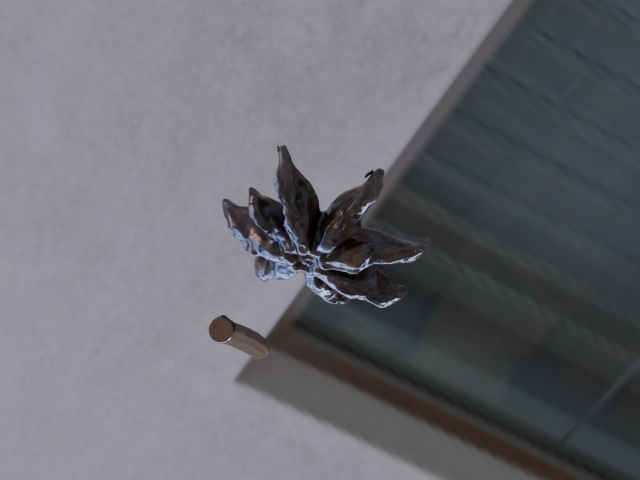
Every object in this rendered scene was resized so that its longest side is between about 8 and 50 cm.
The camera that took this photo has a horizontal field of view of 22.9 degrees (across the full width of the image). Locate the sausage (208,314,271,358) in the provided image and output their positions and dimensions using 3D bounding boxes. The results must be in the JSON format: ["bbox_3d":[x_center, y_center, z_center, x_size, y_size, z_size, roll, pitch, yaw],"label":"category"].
[{"bbox_3d":[-0.073,0.092,1.469,0.026,0.026,0.116,52,-175,21],"label":"sausage"}]

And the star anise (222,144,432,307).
[{"bbox_3d":[0.001,0.002,0.990,0.141,0.141,0.042,29,-125,-10],"label":"star anise"}]
